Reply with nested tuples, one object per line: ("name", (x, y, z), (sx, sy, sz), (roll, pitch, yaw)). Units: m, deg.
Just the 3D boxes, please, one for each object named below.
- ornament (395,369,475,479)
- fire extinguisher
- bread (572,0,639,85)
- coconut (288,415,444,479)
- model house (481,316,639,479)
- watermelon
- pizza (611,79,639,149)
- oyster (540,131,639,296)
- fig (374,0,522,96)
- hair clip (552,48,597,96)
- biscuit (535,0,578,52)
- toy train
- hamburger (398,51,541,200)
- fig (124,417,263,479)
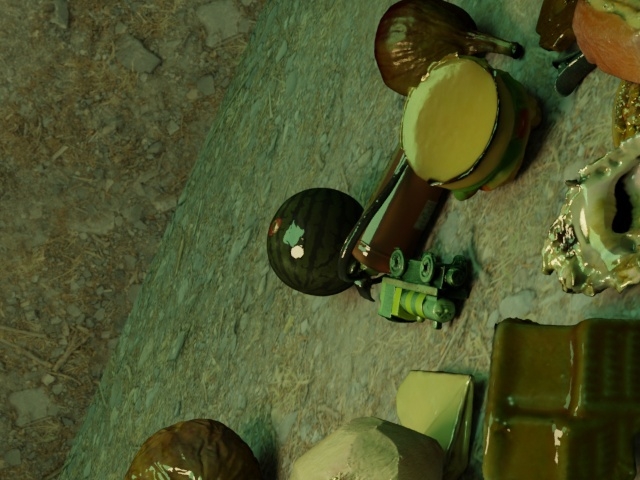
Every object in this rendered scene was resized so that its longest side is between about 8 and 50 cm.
("ornament", (0.191, 0.272, 1.864), (0.180, 0.059, 0.201), (-56, 30, 32))
("fire extinguisher", (0.118, -0.059, 2.118), (0.113, 0.200, 0.376), (38, 109, 45))
("bread", (0.457, -0.305, 1.605), (0.190, 0.123, 0.244), (-48, 33, 2))
("coconut", (0.074, 0.361, 1.753), (0.234, 0.224, 0.224), (-37, 29, 5))
("model house", (0.332, 0.198, 1.489), (0.239, 0.173, 0.268), (-2, 64, 23))
("watermelon", (0.000, 0.000, 2.304), (0.212, 0.212, 0.212), (-47, 32, 44))
("pizza", (0.448, -0.184, 1.652), (0.131, 0.041, 0.178), (3, 75, 65))
("oyster", (0.425, -0.040, 1.543), (0.354, 0.107, 0.201), (-20, 74, 47))
("fig", (0.243, -0.345, 2.166), (0.290, 0.190, 0.191), (7, 76, 25))
("hair clip", (0.434, -0.306, 1.797), (0.229, 0.039, 0.070), (-42, 30, 41))
("biscuit", (0.404, -0.371, 1.874), (0.182, 0.034, 0.215), (-55, 16, 33))
("toy train", (0.176, 0.082, 2.021), (0.200, 0.083, 0.132), (-169, 87, -67))
("hamburger", (0.249, -0.180, 1.950), (0.237, 0.149, 0.237), (-12, 73, 44))
("fig", (-0.249, 0.499, 2.309), (0.368, 0.286, 0.286), (170, 118, -87))
